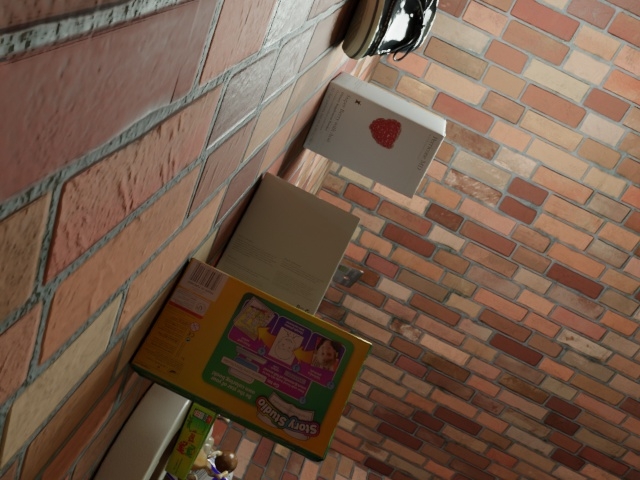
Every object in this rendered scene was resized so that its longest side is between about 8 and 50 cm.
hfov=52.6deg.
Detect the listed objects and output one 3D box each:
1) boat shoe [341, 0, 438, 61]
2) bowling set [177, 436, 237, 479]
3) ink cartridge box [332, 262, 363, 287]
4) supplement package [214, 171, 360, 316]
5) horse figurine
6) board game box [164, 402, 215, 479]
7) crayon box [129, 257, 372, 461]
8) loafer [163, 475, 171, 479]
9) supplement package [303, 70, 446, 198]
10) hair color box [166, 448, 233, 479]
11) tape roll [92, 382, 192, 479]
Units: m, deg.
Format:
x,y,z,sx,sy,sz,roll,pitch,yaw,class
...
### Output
x,y,z,sx,sy,sz,roll,pitch,yaw,class
0.167,-0.492,1.399,0.187,0.156,0.500,-62,179,31,boat shoe
-0.305,0.517,1.469,0.154,0.199,0.287,-62,175,-10,bowling set
0.000,0.000,1.731,0.130,0.271,0.309,-64,180,-11,ink cartridge box
-0.061,0.018,1.204,0.203,0.194,0.149,-63,180,-10,supplement package
-0.248,0.410,1.376,0.174,0.066,0.263,32,70,-49,horse figurine
-0.226,0.344,1.194,0.181,0.043,0.092,-64,180,28,board game box
-0.090,0.161,0.877,0.165,0.278,0.081,-63,178,-23,crayon box
-0.461,0.735,1.705,0.092,0.101,0.269,-52,159,-79,loafer
0.136,-0.260,1.577,0.175,0.292,0.178,-62,178,-65,supplement package
-0.338,0.618,1.773,0.110,0.185,0.339,-43,174,-17,hair color box
-0.323,0.411,1.127,0.392,0.072,0.392,-63,179,-3,tape roll
